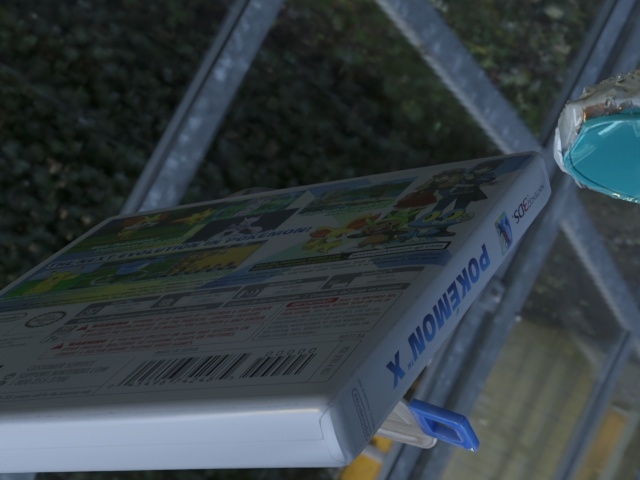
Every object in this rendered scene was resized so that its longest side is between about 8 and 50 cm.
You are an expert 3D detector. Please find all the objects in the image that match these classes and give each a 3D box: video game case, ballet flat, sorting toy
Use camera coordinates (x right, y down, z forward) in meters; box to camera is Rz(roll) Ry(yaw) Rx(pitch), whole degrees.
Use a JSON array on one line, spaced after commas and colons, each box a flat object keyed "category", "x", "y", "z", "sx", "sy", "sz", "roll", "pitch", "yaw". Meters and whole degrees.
[{"category": "video game case", "x": -0.069, "y": 0.037, "z": 0.686, "sx": 0.329, "sy": 0.300, "sz": 0.036, "roll": -8, "pitch": 109, "yaw": 30}, {"category": "ballet flat", "x": 0.369, "y": -0.097, "z": 1.160, "sx": 0.409, "sy": 0.147, "sz": 0.147, "roll": 11, "pitch": 180, "yaw": -29}, {"category": "sorting toy", "x": 0.016, "y": 0.136, "z": 1.303, "sx": 0.348, "sy": 0.047, "sz": 0.196, "roll": 7, "pitch": 148, "yaw": 45}]

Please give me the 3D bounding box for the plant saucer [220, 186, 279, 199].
[{"category": "plant saucer", "x": 0.000, "y": 0.000, "z": 0.997, "sx": 0.199, "sy": 0.036, "sz": 0.198, "roll": 19, "pitch": -167, "yaw": -4}]
